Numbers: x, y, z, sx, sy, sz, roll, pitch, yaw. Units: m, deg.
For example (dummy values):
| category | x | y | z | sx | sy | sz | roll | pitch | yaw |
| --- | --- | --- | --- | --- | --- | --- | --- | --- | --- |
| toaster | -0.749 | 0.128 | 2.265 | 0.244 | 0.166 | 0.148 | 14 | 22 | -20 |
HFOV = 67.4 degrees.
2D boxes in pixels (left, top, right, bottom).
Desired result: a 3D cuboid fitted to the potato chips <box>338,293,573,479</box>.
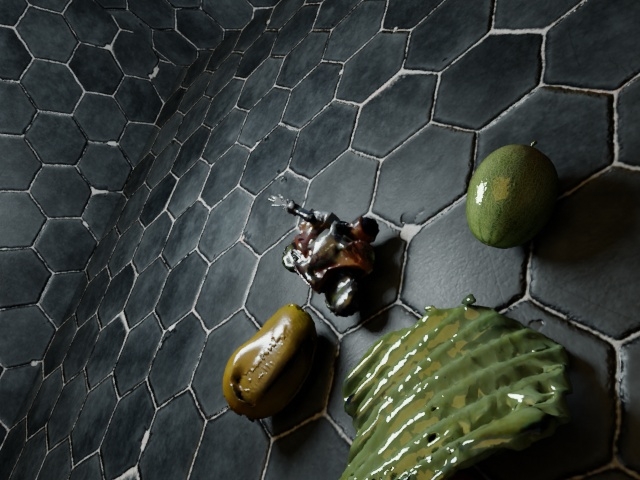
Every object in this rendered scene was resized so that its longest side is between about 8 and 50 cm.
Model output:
| category | x | y | z | sx | sy | sz | roll | pitch | yaw |
| --- | --- | --- | --- | --- | --- | --- | --- | --- | --- |
| potato chips | 0.163 | 0.233 | 0.706 | 0.389 | 0.097 | 0.373 | -33 | 13 | 23 |

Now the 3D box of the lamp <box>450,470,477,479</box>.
| category | x | y | z | sx | sy | sz | roll | pitch | yaw |
| --- | --- | --- | --- | --- | --- | --- | --- | --- | --- |
| lamp | 0.160 | 0.392 | 0.620 | 0.182 | 0.140 | 0.182 | -45 | 19 | 21 |

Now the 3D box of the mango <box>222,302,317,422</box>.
| category | x | y | z | sx | sy | sz | roll | pitch | yaw |
| --- | --- | --- | --- | --- | --- | --- | --- | --- | --- |
| mango | -0.100 | 0.248 | 0.994 | 0.249 | 0.156 | 0.151 | -61 | 1 | -8 |

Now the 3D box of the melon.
| category | x | y | z | sx | sy | sz | roll | pitch | yaw |
| --- | --- | --- | --- | --- | --- | --- | --- | --- | --- |
| melon | 0.314 | -0.078 | 0.788 | 0.139 | 0.139 | 0.192 | 17 | 80 | 51 |

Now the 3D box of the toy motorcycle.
| category | x | y | z | sx | sy | sz | roll | pitch | yaw |
| --- | --- | --- | --- | --- | --- | --- | --- | --- | --- |
| toy motorcycle | 0.000 | 0.000 | 1.078 | 0.207 | 0.134 | 0.401 | -55 | 39 | 1 |
